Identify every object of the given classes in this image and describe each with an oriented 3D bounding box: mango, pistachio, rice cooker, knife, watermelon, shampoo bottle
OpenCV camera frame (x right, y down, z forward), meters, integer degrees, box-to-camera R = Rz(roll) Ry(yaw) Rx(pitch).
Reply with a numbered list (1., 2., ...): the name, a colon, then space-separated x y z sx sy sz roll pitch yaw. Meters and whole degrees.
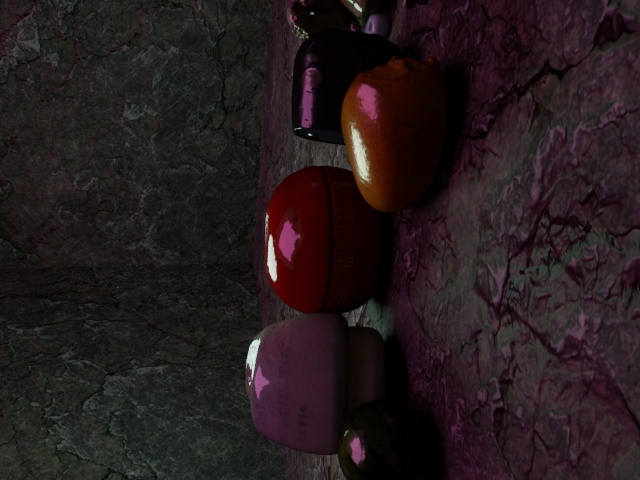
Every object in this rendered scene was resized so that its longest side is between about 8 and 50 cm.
1. mango: 0.132 -0.183 1.153 0.350 0.201 0.199 91 -167 -45
2. pistachio: 0.094 -0.591 1.425 0.185 0.125 0.124 -99 13 -65
3. rice cooker: 0.061 -0.323 1.314 0.267 0.267 0.224 -171 89 -77
4. knife: 0.112 -0.492 1.553 0.331 0.044 0.080 153 115 -80
5. watermelon: 0.132 0.420 1.194 0.214 0.188 0.188 47 139 48
6. shampoo bottle: -0.009 0.330 1.418 0.322 0.318 0.322 0 -90 -89

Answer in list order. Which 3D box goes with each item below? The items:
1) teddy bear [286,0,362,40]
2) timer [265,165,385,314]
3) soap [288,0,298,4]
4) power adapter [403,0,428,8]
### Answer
1. teddy bear: 0.024 -0.558 1.555 0.267 0.156 0.256 50 -153 -48
2. timer: 0.000 0.000 1.535 0.378 0.279 0.377 179 90 -80
3. soap: -0.031 -0.849 1.968 0.289 0.112 0.182 135 132 -72
4. power adapter: 0.174 -0.545 1.069 0.187 0.124 0.255 -130 42 -72
